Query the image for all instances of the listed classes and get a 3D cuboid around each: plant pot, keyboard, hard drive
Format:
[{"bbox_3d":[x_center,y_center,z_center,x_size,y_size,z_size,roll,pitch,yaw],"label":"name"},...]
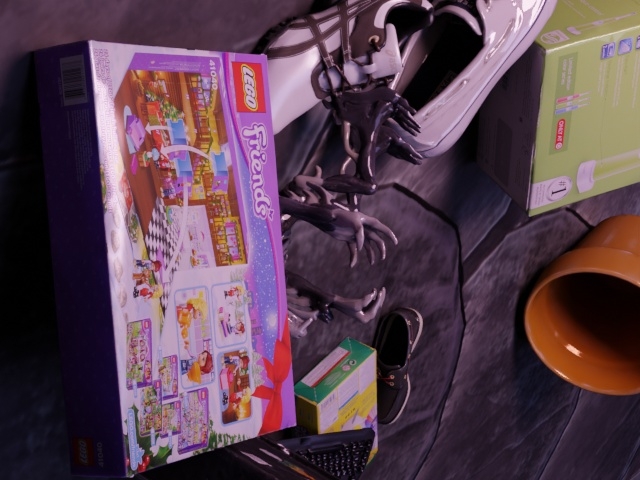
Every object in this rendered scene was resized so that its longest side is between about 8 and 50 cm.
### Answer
[{"bbox_3d":[0.393,0.067,1.835,0.188,0.205,0.205,-55,153,-47],"label":"plant pot"},{"bbox_3d":[-0.022,0.244,1.395,0.192,0.038,0.100,-2,122,-38],"label":"keyboard"},{"bbox_3d":[-0.015,0.225,1.145,0.064,0.339,0.237,-63,151,-3],"label":"hard drive"}]

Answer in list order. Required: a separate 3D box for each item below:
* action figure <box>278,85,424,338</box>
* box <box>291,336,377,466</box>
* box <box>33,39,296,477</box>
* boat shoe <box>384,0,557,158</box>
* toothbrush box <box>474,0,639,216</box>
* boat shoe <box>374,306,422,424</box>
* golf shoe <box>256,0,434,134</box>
[{"bbox_3d":[0.000,0.000,1.193,0.275,0.141,0.164,-56,172,-20],"label":"action figure"},{"bbox_3d":[0.016,0.201,1.475,0.105,0.043,0.179,-39,139,-37],"label":"box"},{"bbox_3d":[-0.106,0.008,1.006,0.201,0.057,0.293,-6,92,-56],"label":"box"},{"bbox_3d":[0.141,-0.207,1.320,0.267,0.096,0.088,-54,154,-2],"label":"boat shoe"},{"bbox_3d":[0.318,-0.172,1.485,0.283,0.122,0.206,-17,131,-18],"label":"toothbrush box"},{"bbox_3d":[0.075,0.137,1.512,0.042,0.049,0.133,0,106,-61],"label":"boat shoe"},{"bbox_3d":[0.015,-0.153,1.155,0.198,0.094,0.077,-50,149,-20],"label":"golf shoe"}]
